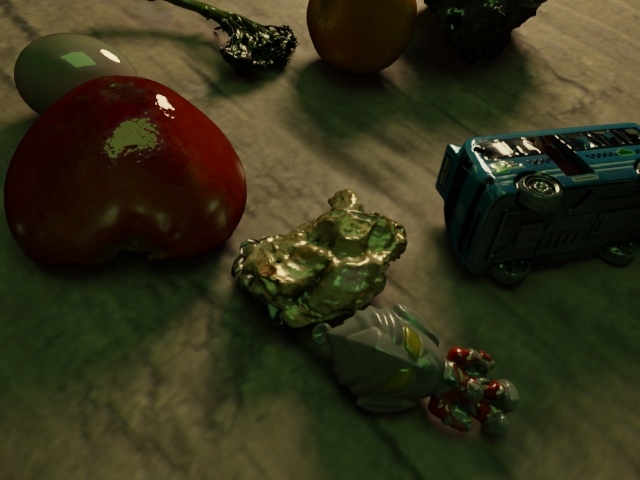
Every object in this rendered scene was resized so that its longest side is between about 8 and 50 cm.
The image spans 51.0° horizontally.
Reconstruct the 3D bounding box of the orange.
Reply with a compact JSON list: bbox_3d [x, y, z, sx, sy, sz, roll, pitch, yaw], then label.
[{"bbox_3d":[0.057,-0.295,0.880,0.134,0.154,0.154,-2,45,-34],"label":"orange"}]

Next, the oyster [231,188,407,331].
[{"bbox_3d":[0.000,0.000,0.643,0.164,0.081,0.191,1,29,1],"label":"oyster"}]

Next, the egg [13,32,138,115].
[{"bbox_3d":[-0.271,-0.179,0.752,0.135,0.103,0.103,8,47,-3],"label":"egg"}]

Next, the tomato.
[{"bbox_3d":[-0.190,-0.081,0.650,0.233,0.139,0.200,-8,42,-14],"label":"tomato"}]

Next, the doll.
[{"bbox_3d":[0.078,0.107,0.564,0.180,0.079,0.093,22,80,5],"label":"doll"}]

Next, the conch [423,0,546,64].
[{"bbox_3d":[0.206,-0.379,0.944,0.241,0.186,0.313,25,40,4],"label":"conch"}]

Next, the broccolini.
[{"bbox_3d":[-0.168,-0.283,0.894,0.272,0.062,0.123,19,32,2],"label":"broccolini"}]

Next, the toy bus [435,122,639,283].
[{"bbox_3d":[0.248,-0.048,0.700,0.247,0.113,0.134,-8,45,-17],"label":"toy bus"}]
